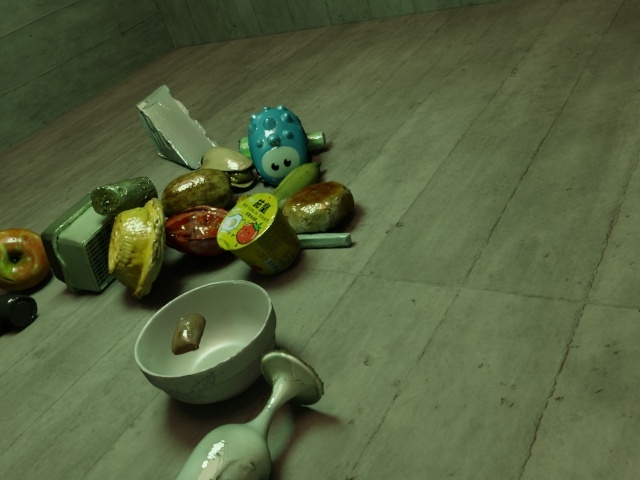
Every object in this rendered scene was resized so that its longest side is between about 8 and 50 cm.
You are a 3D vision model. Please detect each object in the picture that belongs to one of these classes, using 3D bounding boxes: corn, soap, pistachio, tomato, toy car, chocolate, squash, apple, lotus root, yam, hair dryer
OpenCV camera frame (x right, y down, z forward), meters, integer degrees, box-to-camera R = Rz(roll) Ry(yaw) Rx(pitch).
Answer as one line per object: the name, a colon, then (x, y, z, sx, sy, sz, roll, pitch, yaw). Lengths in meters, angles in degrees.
corn: (-0.209, -0.095, 1.839, 0.068, 0.068, 0.207, -21, 10, -3)
soap: (-0.536, -0.427, 2.409, 0.159, 0.258, 0.302, -36, 35, -28)
pistachio: (-0.303, -0.239, 2.103, 0.215, 0.144, 0.144, 21, 49, 34)
tomato: (-0.327, -0.011, 1.767, 0.227, 0.101, 0.228, 4, 24, -2)
toy car: (-0.136, -0.307, 2.013, 0.188, 0.190, 0.255, -15, 71, 6)
chocolate: (-0.124, -0.318, 2.164, 0.291, 0.110, 0.110, -7, 33, 15)
squash: (-0.074, -0.156, 1.884, 0.094, 0.094, 0.341, 4, 37, 34)
apple: (-0.909, 0.056, 1.922, 0.196, 0.196, 0.196, -14, 31, 9)
chocolate: (-0.260, 0.176, 1.238, 0.064, 0.031, 0.101, -16, 32, 14)
lotus root: (-0.393, -0.134, 1.970, 0.260, 0.145, 0.128, -23, 24, -11)
yam: (-0.528, -0.119, 1.760, 0.107, 0.107, 0.183, 3, 15, 32)
hair dryer: (-0.914, 0.247, 1.728, 0.197, 0.089, 0.251, -1, 42, 28)

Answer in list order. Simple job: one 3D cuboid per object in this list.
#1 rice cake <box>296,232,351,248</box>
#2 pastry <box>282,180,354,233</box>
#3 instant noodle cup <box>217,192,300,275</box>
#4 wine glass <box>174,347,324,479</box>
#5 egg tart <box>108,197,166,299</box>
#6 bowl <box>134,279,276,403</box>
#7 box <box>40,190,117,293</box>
rice cake: (0.000, 0.001, 1.646, 0.170, 0.033, 0.029, -3, 28, 26)
pastry: (-0.004, -0.091, 1.719, 0.182, 0.093, 0.192, 5, 30, 41)
instant noodle cup: (-0.145, -0.005, 1.606, 0.182, 0.144, 0.182, -22, 40, 20)
wine glass: (-0.123, 0.336, 1.083, 0.143, 0.143, 0.321, 4, 39, 34)
egg tart: (-0.479, 0.017, 1.672, 0.118, 0.288, 0.288, 12, 18, -28)
bowl: (-0.214, 0.222, 1.307, 0.286, 0.144, 0.287, -15, 31, 9)
box: (-0.641, -0.006, 1.840, 0.166, 0.221, 0.290, 12, 39, 19)
